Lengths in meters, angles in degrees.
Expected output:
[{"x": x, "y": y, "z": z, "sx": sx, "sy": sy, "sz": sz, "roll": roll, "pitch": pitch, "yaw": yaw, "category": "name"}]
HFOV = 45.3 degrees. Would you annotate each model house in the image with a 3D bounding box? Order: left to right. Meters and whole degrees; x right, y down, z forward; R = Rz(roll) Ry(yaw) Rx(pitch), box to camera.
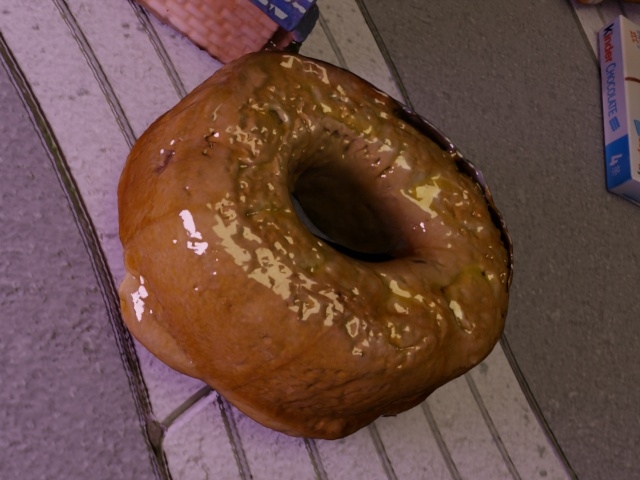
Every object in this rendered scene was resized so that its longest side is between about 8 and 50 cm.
[{"x": -0.047, "y": -0.273, "z": 0.683, "sx": 0.166, "sy": 0.172, "sz": 0.183, "roll": 33, "pitch": 55, "yaw": -15, "category": "model house"}]

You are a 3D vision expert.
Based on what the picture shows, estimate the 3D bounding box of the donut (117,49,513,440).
[{"x": 0.000, "y": 0.000, "z": 0.610, "sx": 0.317, "sy": 0.150, "sz": 0.299, "roll": -8, "pitch": 72, "yaw": -35, "category": "donut"}]

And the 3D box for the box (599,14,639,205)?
[{"x": 0.496, "y": -0.145, "z": 1.057, "sx": 0.265, "sy": 0.048, "sz": 0.273, "roll": 22, "pitch": 60, "yaw": -24, "category": "box"}]

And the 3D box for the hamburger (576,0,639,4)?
[{"x": 0.486, "y": -0.438, "z": 1.060, "sx": 0.303, "sy": 0.261, "sz": 0.186, "roll": -11, "pitch": 80, "yaw": -17, "category": "hamburger"}]
